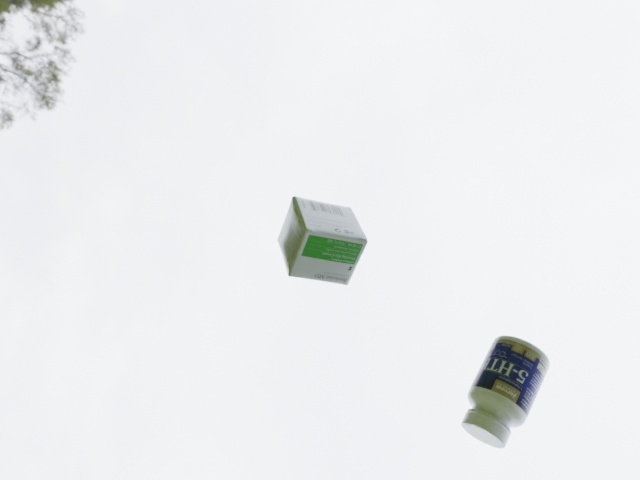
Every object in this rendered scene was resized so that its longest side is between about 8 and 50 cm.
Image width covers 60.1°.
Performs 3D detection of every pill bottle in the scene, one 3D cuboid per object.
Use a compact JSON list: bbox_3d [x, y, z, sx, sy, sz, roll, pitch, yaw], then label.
[{"bbox_3d":[0.341,0.283,1.035,0.112,0.112,0.186,10,-124,44],"label":"pill bottle"}]

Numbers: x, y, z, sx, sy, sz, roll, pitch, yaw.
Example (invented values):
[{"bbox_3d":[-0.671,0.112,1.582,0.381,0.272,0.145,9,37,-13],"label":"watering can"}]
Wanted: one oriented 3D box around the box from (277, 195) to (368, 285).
[{"bbox_3d":[0.000,0.000,0.838,0.102,0.101,0.087,-111,-143,-53],"label":"box"}]
